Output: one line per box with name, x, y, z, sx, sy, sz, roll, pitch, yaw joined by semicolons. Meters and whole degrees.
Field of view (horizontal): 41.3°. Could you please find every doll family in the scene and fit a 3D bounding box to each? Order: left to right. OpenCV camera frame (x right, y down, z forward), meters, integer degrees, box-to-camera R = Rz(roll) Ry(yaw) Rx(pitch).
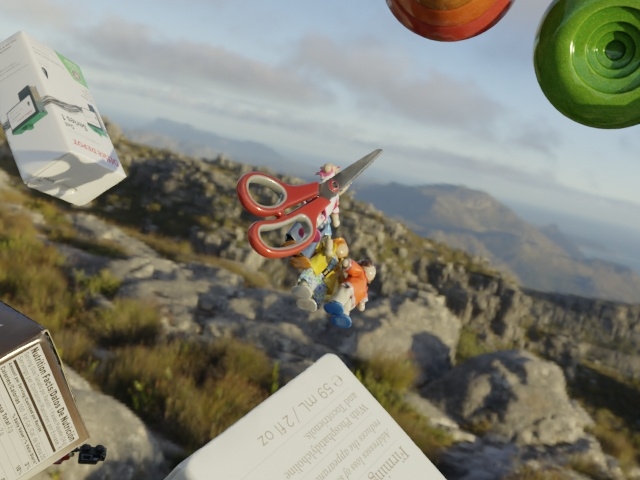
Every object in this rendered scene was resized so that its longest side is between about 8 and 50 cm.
doll family;0.000;0.000;1.325;0.118;0.263;0.163;0;34;28

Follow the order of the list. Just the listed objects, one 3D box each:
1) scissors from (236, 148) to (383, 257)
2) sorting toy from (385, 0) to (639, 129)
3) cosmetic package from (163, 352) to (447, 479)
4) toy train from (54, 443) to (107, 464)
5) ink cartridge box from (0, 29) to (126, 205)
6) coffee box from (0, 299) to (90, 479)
scissors;0.008;-0.051;1.069;0.297;0.109;0.021;-17;-12;-48
sorting toy;0.201;-0.153;0.635;0.365;0.127;0.126;30;18;7
cosmetic package;-0.022;0.437;1.131;0.394;0.327;0.329;47;38;10
toy train;-0.429;0.347;1.384;0.158;0.036;0.027;4;-16;-4
ink cartridge box;-0.402;-0.179;1.281;0.092;0.219;0.160;-30;-16;10
coffee box;-0.362;0.167;0.674;0.168;0.119;0.297;16;38;44
